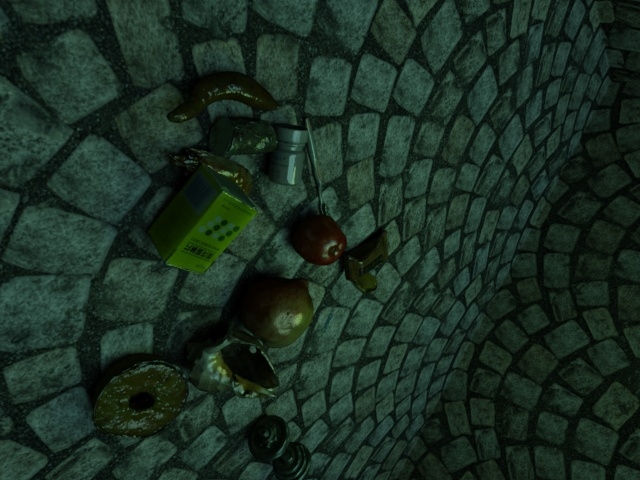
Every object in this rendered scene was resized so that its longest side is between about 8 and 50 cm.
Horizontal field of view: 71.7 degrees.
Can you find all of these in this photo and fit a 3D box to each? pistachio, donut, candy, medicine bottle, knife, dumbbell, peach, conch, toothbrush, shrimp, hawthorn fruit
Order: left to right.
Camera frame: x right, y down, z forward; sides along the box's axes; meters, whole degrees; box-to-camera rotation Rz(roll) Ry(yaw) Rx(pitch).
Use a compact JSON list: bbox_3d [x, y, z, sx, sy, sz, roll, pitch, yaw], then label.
[{"bbox_3d":[-0.534,0.447,1.298,0.271,0.107,0.272,-18,119,-36],"label":"donut"},{"bbox_3d":[-0.310,-0.051,1.157,0.250,0.141,0.137,-47,147,9],"label":"medicine bottle"},{"bbox_3d":[-0.299,-0.167,1.207,0.294,0.062,0.154,28,97,-50],"label":"shrimp"},{"bbox_3d":[-0.270,0.379,1.411,0.323,0.186,0.263,19,130,-16],"label":"conch"},{"bbox_3d":[-0.165,0.875,1.843,0.179,0.179,0.406,-42,136,-20],"label":"dumbbell"},{"bbox_3d":[-0.132,0.221,1.475,0.257,0.232,0.232,-55,139,-19],"label":"peach"},{"bbox_3d":[-0.097,-0.256,1.321,0.105,0.105,0.168,-10,120,-41],"label":"medicine bottle"},{"bbox_3d":[-0.011,-0.231,1.476,0.028,0.037,0.376,-36,131,-29],"label":"toothbrush"},{"bbox_3d":[0.000,0.000,1.510,0.189,0.189,0.189,-23,127,-34],"label":"hawthorn fruit"},{"bbox_3d":[0.030,0.349,1.860,0.027,0.010,0.096,15,101,-48],"label":"knife"},{"bbox_3d":[0.183,0.181,1.887,0.172,0.049,0.090,29,68,-47],"label":"pistachio"},{"bbox_3d":[0.194,0.065,1.800,0.271,0.101,0.143,-30,125,-38],"label":"candy"}]

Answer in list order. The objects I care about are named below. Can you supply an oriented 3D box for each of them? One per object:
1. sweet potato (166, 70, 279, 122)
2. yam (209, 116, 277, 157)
[{"bbox_3d":[-0.238,-0.371,1.121,0.346,0.079,0.109,-24,101,-41],"label":"sweet potato"},{"bbox_3d":[-0.205,-0.283,1.203,0.183,0.107,0.107,-14,122,-47],"label":"yam"}]
